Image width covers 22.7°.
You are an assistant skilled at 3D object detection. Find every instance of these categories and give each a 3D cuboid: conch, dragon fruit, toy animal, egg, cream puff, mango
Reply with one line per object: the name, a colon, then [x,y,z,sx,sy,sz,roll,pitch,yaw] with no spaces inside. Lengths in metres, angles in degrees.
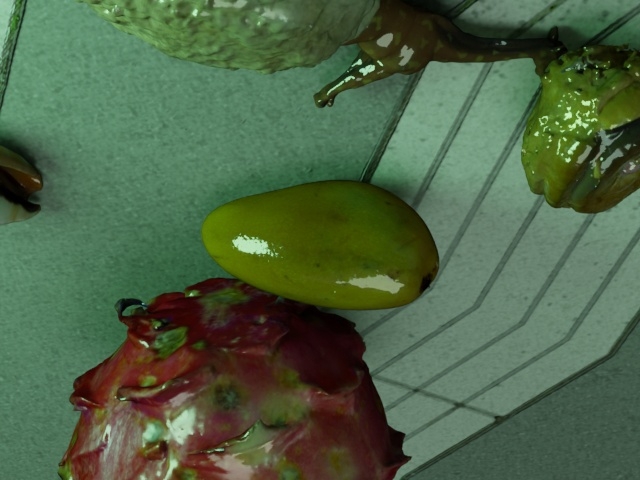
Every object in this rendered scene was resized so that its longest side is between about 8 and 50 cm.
conch: [-0.347,-0.054,1.596,0.176,0.094,0.104,19,94,-30]
dragon fruit: [-0.083,0.176,1.691,0.371,0.386,0.249,10,110,2]
toy animal: [0.097,-0.181,1.515,0.230,0.066,0.224,-27,138,18]
egg: [-0.074,-0.265,1.266,0.310,0.279,0.279,8,137,-19]
cream puff: [0.268,-0.114,1.545,0.189,0.129,0.189,-33,158,-16]
mango: [0.000,0.000,1.656,0.253,0.138,0.113,8,155,11]
